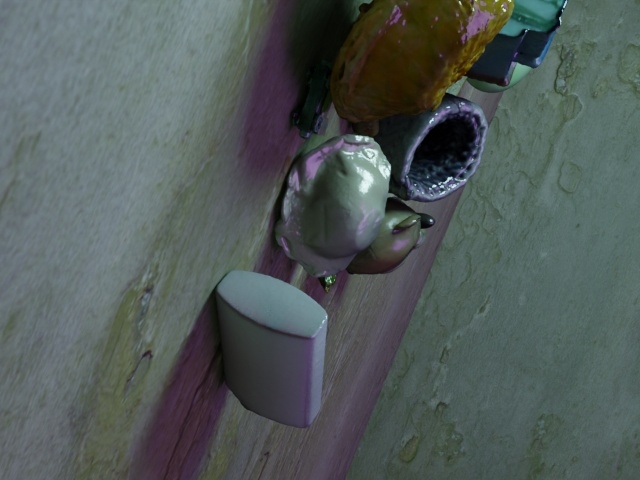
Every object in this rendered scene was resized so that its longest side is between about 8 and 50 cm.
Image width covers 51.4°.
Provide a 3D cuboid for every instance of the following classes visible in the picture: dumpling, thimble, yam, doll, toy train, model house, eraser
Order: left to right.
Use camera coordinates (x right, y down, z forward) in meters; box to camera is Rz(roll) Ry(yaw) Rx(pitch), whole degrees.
[{"bbox_3d":[-0.079,0.181,1.067,0.095,0.174,0.270,-54,158,-37],"label":"eraser"},{"bbox_3d":[-0.003,-0.214,1.024,0.081,0.050,0.122,-17,127,-74],"label":"toy train"},{"bbox_3d":[0.018,-0.067,1.133,0.258,0.193,0.147,-60,-152,2],"label":"dumpling"},{"bbox_3d":[0.082,-0.279,1.184,0.061,0.061,0.253,-58,161,-28],"label":"yam"},{"bbox_3d":[0.134,-0.020,1.480,0.174,0.235,0.330,66,15,-2],"label":"doll"},{"bbox_3d":[0.210,-0.199,1.383,0.245,0.157,0.217,-41,132,-14],"label":"thimble"},{"bbox_3d":[0.300,-0.425,1.284,0.329,0.295,0.251,79,33,-71],"label":"model house"}]

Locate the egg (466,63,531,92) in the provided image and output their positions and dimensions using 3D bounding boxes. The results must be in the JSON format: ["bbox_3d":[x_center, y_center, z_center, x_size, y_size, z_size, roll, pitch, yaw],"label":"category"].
[{"bbox_3d":[0.503,-0.548,1.862,0.269,0.220,0.220,-62,164,7],"label":"egg"}]

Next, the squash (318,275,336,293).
[{"bbox_3d":[-0.003,-0.001,1.253,0.090,0.075,0.200,170,-80,-89],"label":"squash"}]

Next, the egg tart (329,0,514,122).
[{"bbox_3d":[0.161,-0.300,0.973,0.351,0.153,0.339,-47,174,7],"label":"egg tart"}]

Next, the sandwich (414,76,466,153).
[{"bbox_3d":[0.256,-0.336,1.576,0.288,0.100,0.254,-44,158,-52],"label":"sandwich"}]
